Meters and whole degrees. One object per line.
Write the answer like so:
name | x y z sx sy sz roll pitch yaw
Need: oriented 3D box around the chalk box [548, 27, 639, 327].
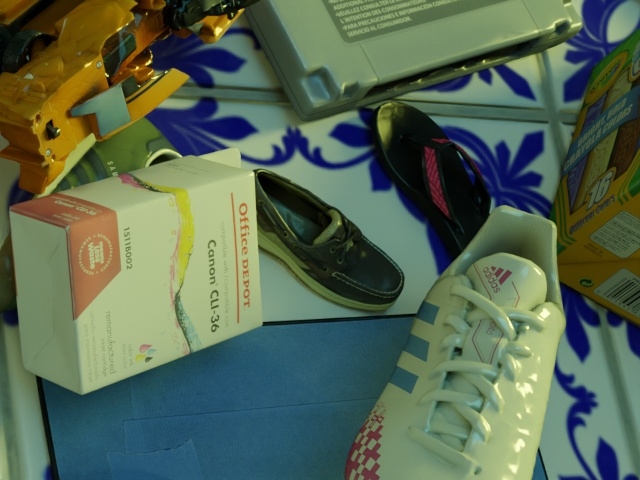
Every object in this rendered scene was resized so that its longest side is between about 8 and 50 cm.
chalk box | 0.320 -0.083 1.411 0.180 0.179 0.289 30 56 -13

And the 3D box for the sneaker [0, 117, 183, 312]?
sneaker | -0.155 -0.015 1.191 0.086 0.064 0.192 31 53 -7

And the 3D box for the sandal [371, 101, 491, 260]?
sandal | 0.105 -0.038 1.358 0.067 0.040 0.179 -29 82 -35

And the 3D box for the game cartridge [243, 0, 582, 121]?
game cartridge | 0.060 -0.220 1.419 0.297 0.062 0.198 -19 72 -34

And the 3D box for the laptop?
laptop | 0.060 0.205 1.101 0.382 0.408 0.236 -2 100 -28

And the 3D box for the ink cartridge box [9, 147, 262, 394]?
ink cartridge box | -0.104 0.014 1.161 0.198 0.067 0.115 -20 116 -42

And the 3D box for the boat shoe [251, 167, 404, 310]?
boat shoe | 0.000 0.000 1.277 0.152 0.049 0.056 29 55 -13

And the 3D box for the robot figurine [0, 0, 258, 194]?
robot figurine | -0.160 -0.150 1.211 0.211 0.085 0.291 16 42 29

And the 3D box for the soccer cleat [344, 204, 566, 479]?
soccer cleat | 0.094 0.092 1.132 0.116 0.143 0.331 18 33 2
